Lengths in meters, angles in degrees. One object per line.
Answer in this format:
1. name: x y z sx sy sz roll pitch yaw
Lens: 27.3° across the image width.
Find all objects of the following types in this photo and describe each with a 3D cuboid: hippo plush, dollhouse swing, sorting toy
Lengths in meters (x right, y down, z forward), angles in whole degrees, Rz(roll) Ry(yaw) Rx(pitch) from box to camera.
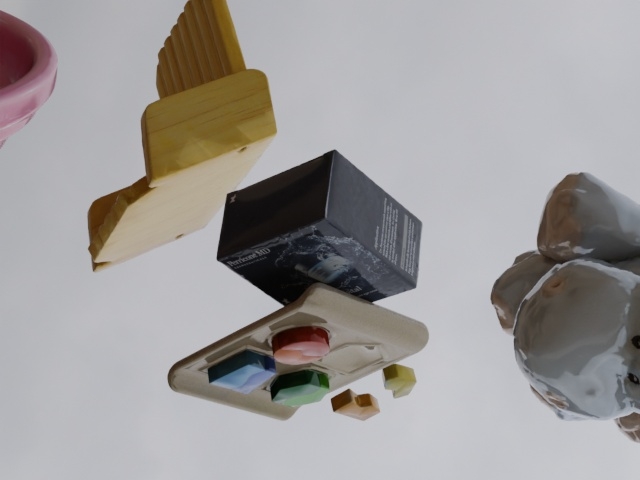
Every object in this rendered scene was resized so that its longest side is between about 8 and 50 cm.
1. hippo plush: 0.264 0.094 1.035 0.236 0.294 0.234 -48 145 -64
2. dollhouse swing: -0.267 -0.188 2.086 0.315 0.305 0.347 -24 169 -31
3. sorting toy: 0.009 0.149 1.497 0.229 0.307 0.041 -33 -126 30

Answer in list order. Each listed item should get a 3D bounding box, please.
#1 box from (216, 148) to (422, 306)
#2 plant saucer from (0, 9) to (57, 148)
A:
1. box: 0.000 0.000 1.414 0.156 0.158 0.093 -21 -133 35
2. plant saucer: -0.394 -0.133 1.118 0.332 0.332 0.084 -112 -152 -61
